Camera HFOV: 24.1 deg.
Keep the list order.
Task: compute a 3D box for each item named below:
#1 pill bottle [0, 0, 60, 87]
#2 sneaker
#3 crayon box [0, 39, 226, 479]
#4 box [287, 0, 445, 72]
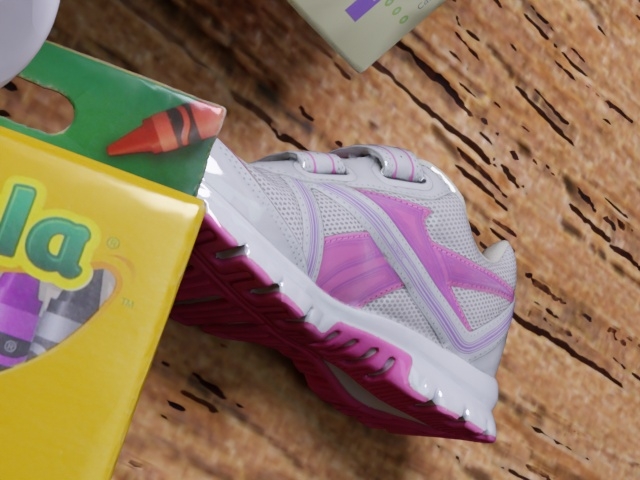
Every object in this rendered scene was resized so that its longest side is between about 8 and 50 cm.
[{"bbox_3d":[-0.145,-0.139,0.506,0.112,0.112,0.187,32,30,-35],"label":"pill bottle"},{"bbox_3d":[0.000,0.000,0.693,0.252,0.103,0.111,36,65,-38],"label":"sneaker"},{"bbox_3d":[-0.170,0.057,0.518,0.202,0.081,0.319,19,79,-8],"label":"crayon box"},{"bbox_3d":[0.024,-0.210,0.562,0.213,0.117,0.243,-39,155,8],"label":"box"}]
